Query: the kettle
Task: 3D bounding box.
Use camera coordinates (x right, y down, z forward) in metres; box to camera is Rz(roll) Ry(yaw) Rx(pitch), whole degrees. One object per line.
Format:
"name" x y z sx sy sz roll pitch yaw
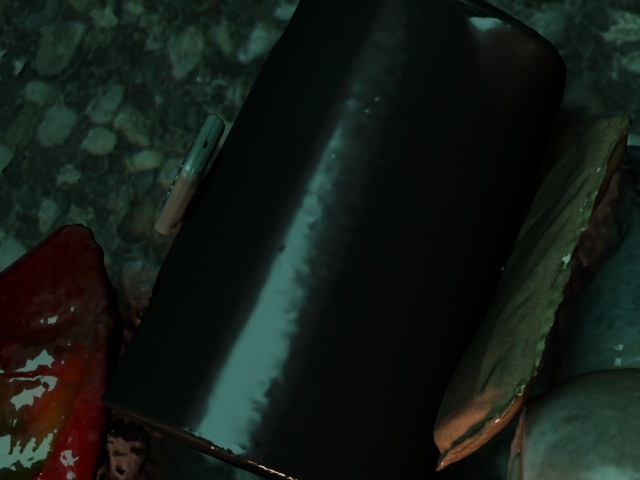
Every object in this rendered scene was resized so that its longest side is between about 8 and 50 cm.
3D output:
"kettle" 0.014 0.006 1.117 0.203 0.262 0.308 23 81 -4

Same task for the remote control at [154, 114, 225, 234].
"remote control" -0.090 -0.043 1.202 0.018 0.124 0.053 27 68 -5

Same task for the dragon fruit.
"dragon fruit" -0.261 0.157 1.190 0.343 0.100 0.282 -32 63 35

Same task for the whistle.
"whistle" 0.189 0.097 0.996 0.189 0.189 0.347 -11 53 24

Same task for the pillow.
"pillow" 0.118 0.027 0.985 0.034 0.135 0.211 26 67 -1
